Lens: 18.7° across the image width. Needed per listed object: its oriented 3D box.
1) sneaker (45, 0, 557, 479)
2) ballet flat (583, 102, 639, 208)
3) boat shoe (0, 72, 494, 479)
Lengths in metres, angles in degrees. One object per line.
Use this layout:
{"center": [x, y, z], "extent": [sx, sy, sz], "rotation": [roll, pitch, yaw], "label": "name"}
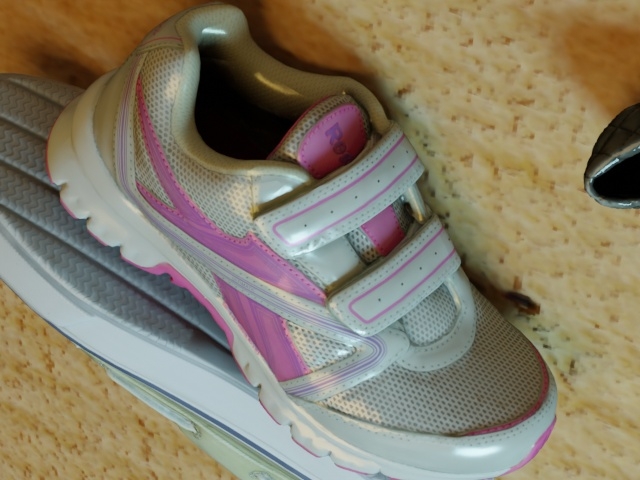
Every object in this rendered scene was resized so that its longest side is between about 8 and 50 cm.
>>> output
{"center": [0.000, 0.000, 0.807], "extent": [0.252, 0.103, 0.111], "rotation": [38, 141, 3], "label": "sneaker"}
{"center": [0.176, -0.023, 0.691], "extent": [0.173, 0.049, 0.057], "rotation": [2, 126, 37], "label": "ballet flat"}
{"center": [-0.060, 0.044, 0.891], "extent": [0.302, 0.109, 0.094], "rotation": [39, 141, 0], "label": "boat shoe"}
